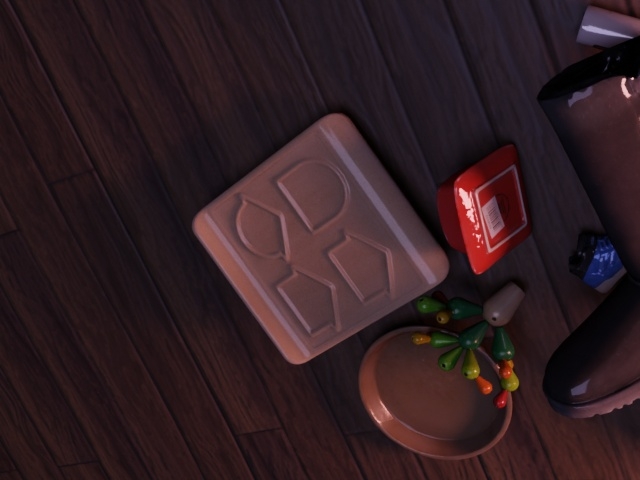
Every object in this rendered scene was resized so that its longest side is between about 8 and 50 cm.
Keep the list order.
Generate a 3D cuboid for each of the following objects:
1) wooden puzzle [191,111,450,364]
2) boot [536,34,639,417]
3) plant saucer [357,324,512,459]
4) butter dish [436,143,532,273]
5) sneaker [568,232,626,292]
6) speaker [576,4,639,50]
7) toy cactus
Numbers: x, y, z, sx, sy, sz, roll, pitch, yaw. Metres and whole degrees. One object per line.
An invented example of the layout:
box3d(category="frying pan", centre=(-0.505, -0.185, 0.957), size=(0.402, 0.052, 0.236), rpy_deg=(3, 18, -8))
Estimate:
box3d(category="wooden puzzle", centre=(0.000, 0.000, 1.703), size=(0.347, 0.080, 0.322), rpy_deg=(-34, 94, 28))
box3d(category="boot", centre=(0.398, -0.019, 1.383), size=(0.367, 0.146, 0.445), rpy_deg=(-32, 119, -7))
box3d(category="plant saucer", centre=(0.201, 0.261, 1.787), size=(0.277, 0.041, 0.278), rpy_deg=(10, 120, 18))
box3d(category="butter dish", centre=(0.232, -0.052, 1.562), size=(0.118, 0.160, 0.160), rpy_deg=(8, 122, 46))
box3d(category="sneaker", centre=(0.434, 0.008, 1.541), size=(0.084, 0.058, 0.152), rpy_deg=(29, 131, -4))
box3d(category="speaker", centre=(0.422, -0.279, 1.397), size=(0.136, 0.055, 0.055), rpy_deg=(19, 122, 12))
box3d(category="toy cactus", centre=(0.260, 0.146, 1.651), size=(0.219, 0.112, 0.180), rpy_deg=(43, 87, 6))
